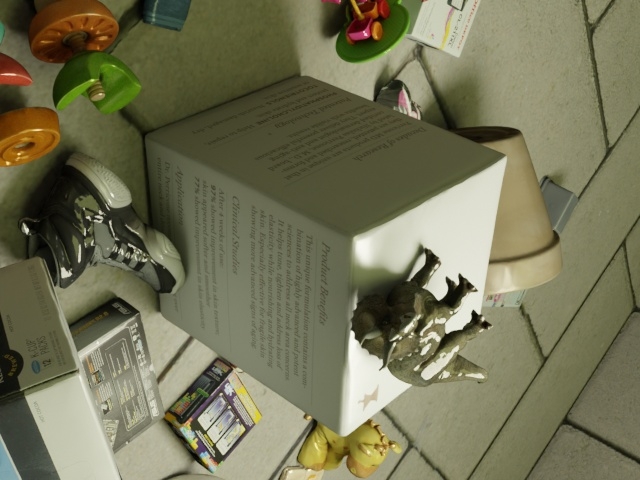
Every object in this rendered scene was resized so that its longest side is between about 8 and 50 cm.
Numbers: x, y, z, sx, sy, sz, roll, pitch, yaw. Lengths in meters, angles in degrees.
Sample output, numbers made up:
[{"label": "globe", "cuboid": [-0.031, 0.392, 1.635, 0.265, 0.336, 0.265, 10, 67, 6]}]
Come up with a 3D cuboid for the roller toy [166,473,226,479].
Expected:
[{"label": "roller toy", "cuboid": [-0.219, 0.515, 1.558, 0.191, 0.209, 0.146, 3, 116, -11]}]

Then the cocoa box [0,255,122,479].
[{"label": "cocoa box", "cuboid": [-0.380, 0.242, 1.077, 0.228, 0.231, 0.347, -19, 131, -16]}]

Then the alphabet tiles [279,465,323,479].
[{"label": "alphabet tiles", "cuboid": [-0.088, 0.616, 1.942, 0.278, 0.021, 0.284, 16, 100, -55]}]

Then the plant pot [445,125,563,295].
[{"label": "plant pot", "cuboid": [0.312, -0.073, 1.781, 0.323, 0.323, 0.280, -23, 114, -43]}]

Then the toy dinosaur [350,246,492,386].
[{"label": "toy dinosaur", "cuboid": [0.128, 0.117, 1.135, 0.160, 0.121, 0.313, -42, 147, -6]}]

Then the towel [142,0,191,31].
[{"label": "towel", "cuboid": [-0.192, -0.333, 1.158, 0.067, 0.029, 0.119, 1, 113, -53]}]

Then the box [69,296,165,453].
[{"label": "box", "cuboid": [-0.333, 0.224, 1.327, 0.183, 0.056, 0.231, -35, 137, -33]}]

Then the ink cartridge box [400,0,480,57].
[{"label": "ink cartridge box", "cuboid": [0.199, -0.408, 1.577, 0.175, 0.072, 0.127, 5, 108, -53]}]

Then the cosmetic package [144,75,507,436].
[{"label": "cosmetic package", "cuboid": [0.000, 0.000, 1.311, 0.327, 0.394, 0.329, -29, 134, -39]}]

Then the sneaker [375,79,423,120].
[{"label": "sneaker", "cuboid": [0.151, -0.236, 1.651, 0.077, 0.072, 0.178, -59, 155, -27]}]

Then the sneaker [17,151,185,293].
[{"label": "sneaker", "cuboid": [-0.296, 0.017, 1.203, 0.153, 0.101, 0.268, -48, 137, -19]}]

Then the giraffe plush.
[{"label": "giraffe plush", "cuboid": [0.074, 0.424, 1.890, 0.181, 0.171, 0.210, -28, 133, -40]}]

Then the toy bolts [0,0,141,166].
[{"label": "toy bolts", "cuboid": [-0.354, -0.202, 0.991, 0.218, 0.158, 0.228, -30, 168, 25]}]

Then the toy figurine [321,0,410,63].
[{"label": "toy figurine", "cuboid": [0.054, -0.391, 1.385, 0.159, 0.130, 0.173, 51, 48, -44]}]

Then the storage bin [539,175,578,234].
[{"label": "storage bin", "cuboid": [0.595, -0.080, 2.297, 0.098, 0.091, 0.135, 30, 89, -56]}]

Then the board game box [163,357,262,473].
[{"label": "board game box", "cuboid": [-0.187, 0.311, 1.584, 0.141, 0.048, 0.170, -48, 143, -24]}]

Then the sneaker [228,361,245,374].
[{"label": "sneaker", "cuboid": [-0.095, 0.156, 1.591, 0.185, 0.070, 0.084, -43, 150, -16]}]

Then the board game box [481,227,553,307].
[{"label": "board game box", "cuboid": [0.422, 0.045, 2.153, 0.303, 0.098, 0.224, 7, 106, -55]}]
